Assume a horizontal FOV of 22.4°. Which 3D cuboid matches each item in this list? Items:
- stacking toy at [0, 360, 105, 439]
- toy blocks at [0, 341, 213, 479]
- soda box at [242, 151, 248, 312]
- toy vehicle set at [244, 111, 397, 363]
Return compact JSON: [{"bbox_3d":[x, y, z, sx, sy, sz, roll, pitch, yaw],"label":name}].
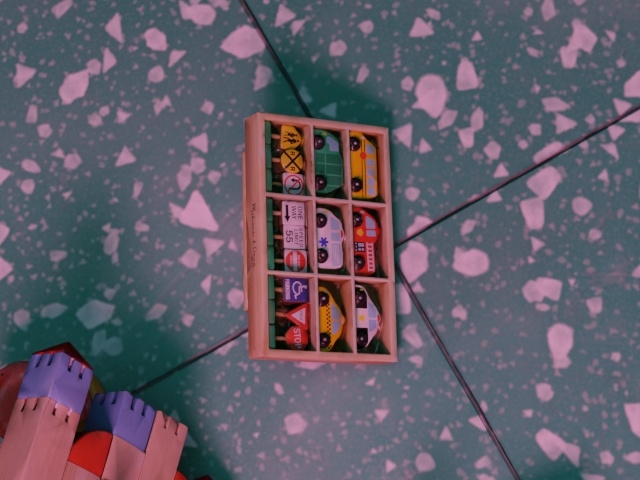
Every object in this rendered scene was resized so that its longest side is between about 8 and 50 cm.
[{"bbox_3d":[-0.399,0.261,1.753,0.279,0.130,0.309,9,81,7],"label":"stacking toy"},{"bbox_3d":[-0.228,0.276,1.657,0.191,0.381,0.261,-8,56,38],"label":"toy blocks"},{"bbox_3d":[-0.054,-0.007,1.803,0.061,0.058,0.181,-2,79,5],"label":"soda box"},{"bbox_3d":[0.000,0.000,1.764,0.166,0.035,0.267,4,79,-28],"label":"toy vehicle set"}]
